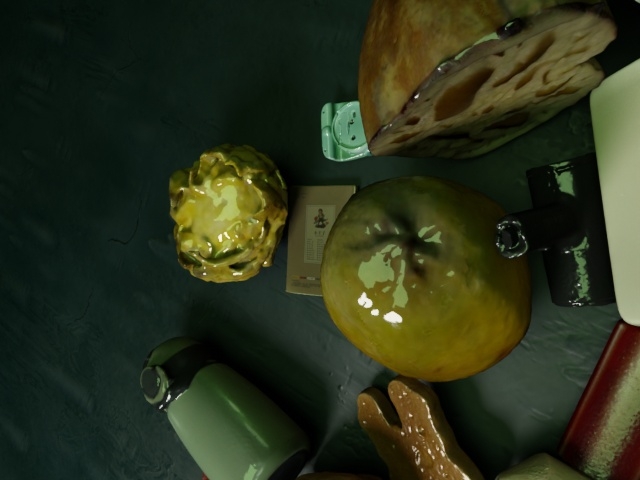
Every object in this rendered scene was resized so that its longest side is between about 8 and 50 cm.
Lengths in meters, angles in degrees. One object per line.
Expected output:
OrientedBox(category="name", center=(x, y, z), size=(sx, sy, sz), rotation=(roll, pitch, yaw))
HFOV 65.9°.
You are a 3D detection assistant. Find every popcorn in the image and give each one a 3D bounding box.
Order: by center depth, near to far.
OrientedBox(category="popcorn", center=(-0.165, -0.054, 0.882), size=(0.250, 0.190, 0.250), rotation=(-5, 80, 30))

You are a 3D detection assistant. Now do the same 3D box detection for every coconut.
OrientedBox(category="coconut", center=(0.298, 0.360, 0.639), size=(0.153, 0.147, 0.147), rotation=(23, 100, 21))

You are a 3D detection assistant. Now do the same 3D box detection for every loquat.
OrientedBox(category="loquat", center=(0.137, 0.054, 0.656), size=(0.276, 0.284, 0.275), rotation=(-9, 66, 21))

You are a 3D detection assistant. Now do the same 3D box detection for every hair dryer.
OrientedBox(category="hair dryer", center=(0.277, -0.008, 0.599), size=(0.089, 0.251, 0.197), rotation=(-11, 86, 46))

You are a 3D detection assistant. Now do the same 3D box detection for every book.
OrientedBox(category="book", center=(0.000, 0.000, 0.884), size=(0.139, 0.016, 0.198), rotation=(3, 91, 30))

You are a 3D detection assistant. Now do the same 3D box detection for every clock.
OrientedBox(category="clock", center=(0.066, -0.192, 0.834), size=(0.135, 0.041, 0.101), rotation=(-5, 87, 29))

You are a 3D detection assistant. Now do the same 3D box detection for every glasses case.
OrientedBox(category="glasses case", center=(0.400, -0.062, 0.562), size=(0.131, 0.070, 0.312), rotation=(148, 126, -63))

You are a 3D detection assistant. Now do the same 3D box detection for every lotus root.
OrientedBox(category="lotus root", center=(0.207, -0.258, 0.611), size=(0.316, 0.316, 0.249), rotation=(-15, 73, 28))

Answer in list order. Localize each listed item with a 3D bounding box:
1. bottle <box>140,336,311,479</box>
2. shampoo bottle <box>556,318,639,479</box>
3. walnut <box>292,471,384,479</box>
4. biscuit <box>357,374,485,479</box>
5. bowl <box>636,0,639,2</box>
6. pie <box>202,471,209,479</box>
OrientedBox(category="bottle", center=(-0.190, 0.315, 0.903), size=(0.347, 0.168, 0.168), rotation=(34, 105, 28))
OrientedBox(category="shampoo bottle", center=(0.402, 0.183, 0.626), size=(0.102, 0.064, 0.260), rotation=(25, 101, 33))
OrientedBox(category="walnut", center=(0.021, 0.469, 0.749), size=(0.257, 0.257, 0.224), rotation=(-32, 107, 25))
OrientedBox(category="biscuit", center=(0.164, 0.349, 0.747), size=(0.186, 0.044, 0.295), rotation=(-42, 69, 50))
OrientedBox(category="bowl", center=(0.485, -0.397, 0.511), size=(0.435, 0.196, 0.434), rotation=(-1, 89, 28))
OrientedBox(category="pie", center=(-0.173, 0.477, 0.964), size=(0.154, 0.038, 0.153), rotation=(1, 91, 32))
